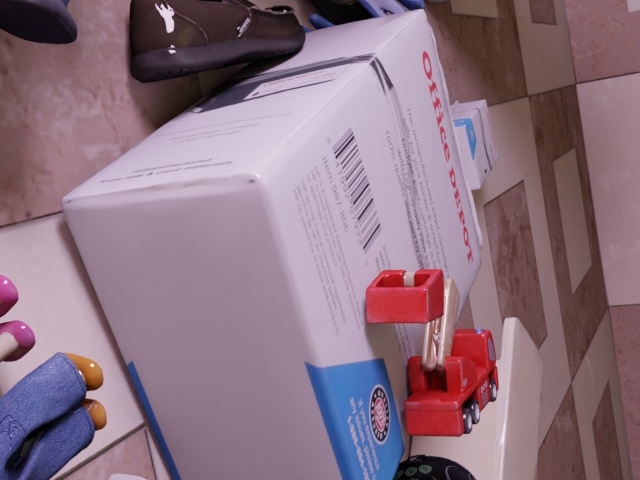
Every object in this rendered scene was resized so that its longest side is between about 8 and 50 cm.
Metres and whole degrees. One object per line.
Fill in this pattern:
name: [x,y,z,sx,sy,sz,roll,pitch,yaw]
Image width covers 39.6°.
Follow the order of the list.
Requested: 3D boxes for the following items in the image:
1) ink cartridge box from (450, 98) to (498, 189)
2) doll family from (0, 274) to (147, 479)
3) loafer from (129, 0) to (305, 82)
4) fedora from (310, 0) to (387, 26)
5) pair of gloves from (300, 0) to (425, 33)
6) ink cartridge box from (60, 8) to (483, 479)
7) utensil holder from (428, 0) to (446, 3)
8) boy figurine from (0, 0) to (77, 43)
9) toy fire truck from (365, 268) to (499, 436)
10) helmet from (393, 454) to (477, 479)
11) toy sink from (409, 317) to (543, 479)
ink cartridge box: [0.231,-0.156,1.393,0.180,0.060,0.104,-48,126,-57]
doll family: [-0.162,0.143,0.455,0.163,0.118,0.263,-45,124,-58]
loafer: [-0.080,-0.186,0.744,0.220,0.080,0.078,-35,115,-61]
fedora: [0.069,-0.400,1.020,0.334,0.152,0.334,27,60,-60]
pair of gloves: [0.039,-0.232,0.951,0.159,0.023,0.198,18,98,-38]
ink cartridge box: [0.000,0.000,0.762,0.395,0.166,0.285,-52,132,-54]
utensil holder: [0.317,-0.554,1.298,0.327,0.385,0.327,28,58,-59]
boy figurine: [-0.159,-0.257,0.498,0.092,0.177,0.285,140,-40,-85]
toy fire truck: [0.095,0.081,0.699,0.192,0.047,0.135,-17,102,-65]
helmet: [0.118,0.327,0.934,0.161,0.169,0.169,-77,151,-66]
toy sink: [0.204,0.234,1.165,0.153,0.131,0.234,48,45,-50]
